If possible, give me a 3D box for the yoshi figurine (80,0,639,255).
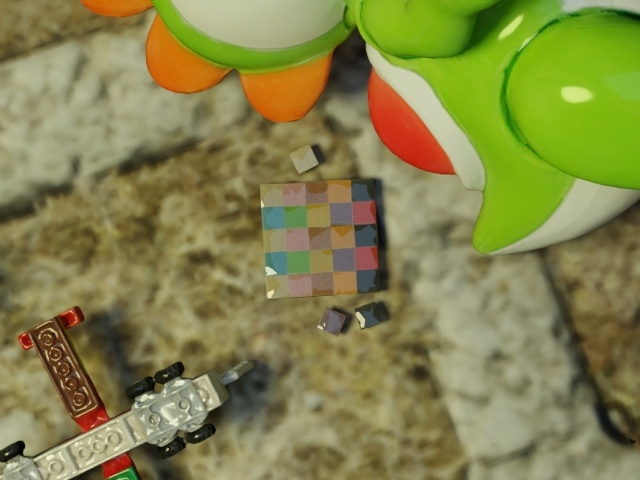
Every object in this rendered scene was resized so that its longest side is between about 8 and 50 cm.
[{"bbox_3d":[0.059,-0.136,0.639,0.362,0.203,0.203,23,71,8],"label":"yoshi figurine"}]

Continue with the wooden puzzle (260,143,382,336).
[{"bbox_3d":[0.000,0.000,0.710,0.049,0.006,0.083,-3,85,4],"label":"wooden puzzle"}]

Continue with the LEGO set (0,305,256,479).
[{"bbox_3d":[-0.141,0.109,0.703,0.244,0.060,0.182,21,99,7],"label":"LEGO set"}]
